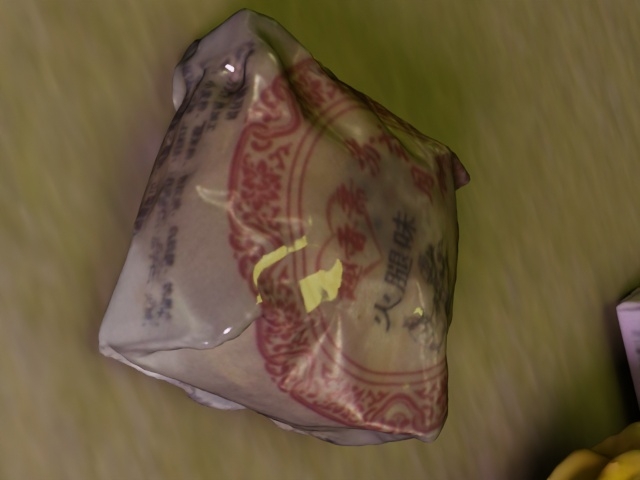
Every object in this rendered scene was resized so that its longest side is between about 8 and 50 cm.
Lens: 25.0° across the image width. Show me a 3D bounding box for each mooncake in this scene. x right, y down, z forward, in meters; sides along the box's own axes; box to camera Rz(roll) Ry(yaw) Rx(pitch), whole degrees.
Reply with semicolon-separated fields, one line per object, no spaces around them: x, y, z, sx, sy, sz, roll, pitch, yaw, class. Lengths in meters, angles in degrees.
0.000;0.000;0.496;0.130;0.073;0.125;30;64;-40;mooncake

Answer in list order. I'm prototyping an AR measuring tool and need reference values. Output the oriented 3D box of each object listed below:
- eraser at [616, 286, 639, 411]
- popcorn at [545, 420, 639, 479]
0.217;0.111;0.698;0.124;0.068;0.210;-23;102;-46;eraser
0.169;0.173;0.564;0.226;0.200;0.203;-19;125;-41;popcorn
